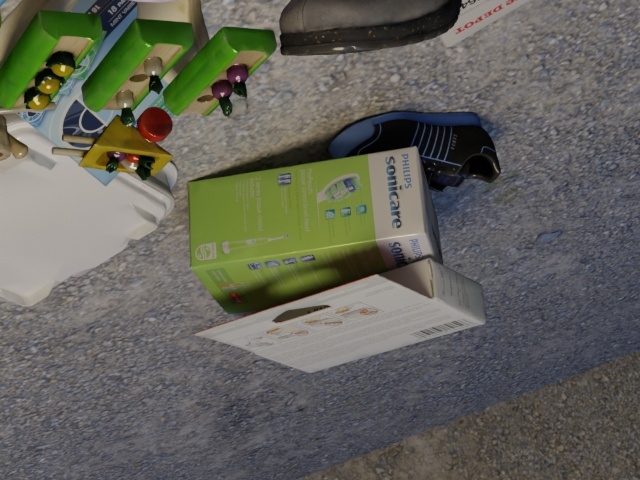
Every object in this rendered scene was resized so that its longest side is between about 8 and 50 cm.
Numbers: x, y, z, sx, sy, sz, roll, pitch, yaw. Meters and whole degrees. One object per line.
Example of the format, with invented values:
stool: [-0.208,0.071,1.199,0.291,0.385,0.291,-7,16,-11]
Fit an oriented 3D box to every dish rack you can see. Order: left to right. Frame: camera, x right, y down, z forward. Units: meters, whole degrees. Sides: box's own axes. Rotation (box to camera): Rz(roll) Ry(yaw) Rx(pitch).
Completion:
dish rack: [-0.326,-0.028,1.288,0.286,0.072,0.333,-31,154,14]

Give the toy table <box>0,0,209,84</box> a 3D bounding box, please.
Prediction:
toy table: [-0.144,-0.236,0.881,0.161,0.252,0.274,-36,-174,43]

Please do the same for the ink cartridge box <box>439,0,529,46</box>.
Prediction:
ink cartridge box: [0.145,-0.297,1.150,0.148,0.085,0.203,-29,153,10]

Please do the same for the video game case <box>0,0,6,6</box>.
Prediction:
video game case: [-0.336,-0.220,0.979,0.119,0.015,0.166,-38,151,26]

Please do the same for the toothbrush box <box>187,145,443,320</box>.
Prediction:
toothbrush box: [0.000,0.000,1.466,0.283,0.122,0.206,-8,156,10]

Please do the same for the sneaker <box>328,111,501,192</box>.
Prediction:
sneaker: [0.125,-0.105,1.487,0.232,0.090,0.081,-9,151,-28]

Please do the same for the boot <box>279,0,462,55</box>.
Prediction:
boot: [0.059,-0.282,0.902,0.118,0.222,0.338,5,-151,32]

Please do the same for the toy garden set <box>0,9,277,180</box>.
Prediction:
toy garden set: [-0.181,-0.093,0.861,0.244,0.049,0.204,-2,162,-33]

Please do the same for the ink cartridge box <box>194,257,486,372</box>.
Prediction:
ink cartridge box: [0.023,0.084,1.438,0.275,0.060,0.239,-20,151,32]

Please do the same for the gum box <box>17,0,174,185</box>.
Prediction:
gum box: [-0.203,-0.152,1.128,0.157,0.041,0.184,-47,154,-2]
